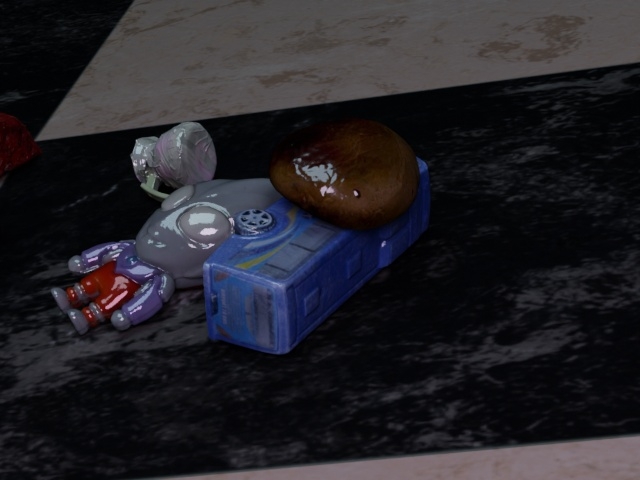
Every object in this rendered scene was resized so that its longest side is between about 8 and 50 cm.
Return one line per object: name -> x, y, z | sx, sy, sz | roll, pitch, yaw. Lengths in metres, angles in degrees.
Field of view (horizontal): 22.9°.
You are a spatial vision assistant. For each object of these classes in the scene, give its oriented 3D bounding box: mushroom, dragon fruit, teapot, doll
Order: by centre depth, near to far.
mushroom -> 0.019, -0.056, 1.193 | 0.123, 0.052, 0.123 | 7, 35, -5
doll -> -0.106, 0.003, 1.262 | 0.227, 0.075, 0.102 | -30, 45, -14
teapot -> -0.138, -0.067, 1.450 | 0.064, 0.064, 0.083 | -6, 55, 28
dragon fruit -> -0.372, -0.089, 1.568 | 0.106, 0.083, 0.162 | 3, 31, 36

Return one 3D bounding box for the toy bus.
toy bus -> 0.002, 0.003, 1.218 | 0.094, 0.079, 0.236 | 22, 38, 25
